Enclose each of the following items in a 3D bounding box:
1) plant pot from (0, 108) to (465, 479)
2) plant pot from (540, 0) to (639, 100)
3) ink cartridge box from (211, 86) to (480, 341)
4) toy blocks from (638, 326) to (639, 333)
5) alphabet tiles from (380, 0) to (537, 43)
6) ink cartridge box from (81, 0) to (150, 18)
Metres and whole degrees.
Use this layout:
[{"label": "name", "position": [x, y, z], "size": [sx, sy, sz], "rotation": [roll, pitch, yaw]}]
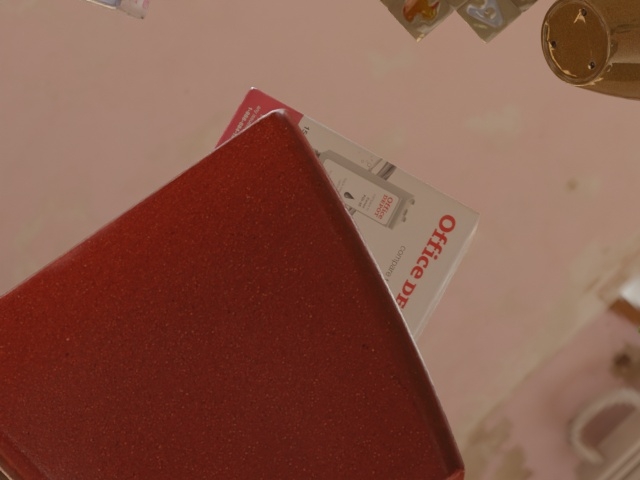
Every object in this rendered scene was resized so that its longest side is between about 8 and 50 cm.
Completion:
[{"label": "plant pot", "position": [-0.052, 0.127, 1.001], "size": [0.236, 0.267, 0.267], "rotation": [52, -11, 19]}, {"label": "plant pot", "position": [0.422, -0.283, 2.116], "size": [0.254, 0.237, 0.237], "rotation": [-15, 56, -39]}, {"label": "ink cartridge box", "position": [0.000, 0.000, 1.687], "size": [0.283, 0.207, 0.117], "rotation": [29, -13, 5]}, {"label": "toy blocks", "position": [0.610, 0.127, 2.060], "size": [0.190, 0.261, 0.381], "rotation": [-22, 50, -31]}, {"label": "alphabet tiles", "position": [0.145, -0.394, 1.785], "size": [0.342, 0.285, 0.011], "rotation": [45, 14, -22]}, {"label": "ink cartridge box", "position": [-0.291, -0.254, 1.279], "size": [0.311, 0.065, 0.186], "rotation": [16, 5, -2]}]
